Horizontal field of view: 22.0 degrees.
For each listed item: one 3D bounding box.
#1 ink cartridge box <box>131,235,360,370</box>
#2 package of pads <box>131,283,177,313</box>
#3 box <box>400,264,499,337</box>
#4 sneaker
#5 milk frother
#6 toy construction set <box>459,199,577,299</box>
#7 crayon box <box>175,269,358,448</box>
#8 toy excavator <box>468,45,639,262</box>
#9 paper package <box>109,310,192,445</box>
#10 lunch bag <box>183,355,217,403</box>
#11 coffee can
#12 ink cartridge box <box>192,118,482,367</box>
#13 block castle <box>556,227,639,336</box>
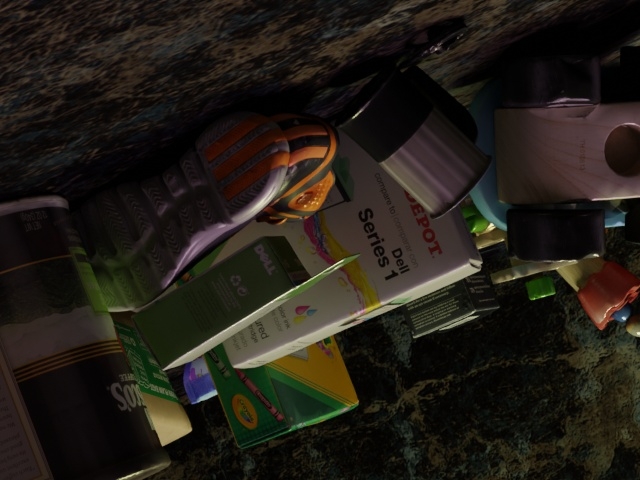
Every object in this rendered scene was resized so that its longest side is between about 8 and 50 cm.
[{"bbox_3d":[-0.071,0.045,1.599,0.209,0.062,0.109,-32,175,8],"label":"ink cartridge box"},{"bbox_3d":[-0.310,0.139,2.247,0.229,0.101,0.296,-21,172,-16],"label":"package of pads"},{"bbox_3d":[0.167,0.030,2.461,0.108,0.207,0.153,-25,171,18],"label":"box"},{"bbox_3d":[-0.104,-0.025,1.626,0.321,0.125,0.180,-28,170,33],"label":"sneaker"},{"bbox_3d":[0.113,-0.118,1.559,0.129,0.135,0.143,-54,-168,-29],"label":"milk frother"},{"bbox_3d":[0.233,-0.023,2.176,0.257,0.237,0.309,-26,172,22],"label":"toy construction set"},{"bbox_3d":[-0.072,0.089,1.917,0.081,0.278,0.165,-26,172,29],"label":"crayon box"},{"bbox_3d":[0.340,-0.120,1.962,0.432,0.222,0.445,-5,-173,-16],"label":"toy excavator"},{"bbox_3d":[-0.354,0.195,1.890,0.309,0.168,0.325,-26,162,11],"label":"paper package"},{"bbox_3d":[-0.079,0.129,2.420,0.221,0.138,0.293,-26,-170,20],"label":"lunch bag"},{"bbox_3d":[-0.284,0.121,1.548,0.201,0.275,0.201,-22,173,-3],"label":"coffee can"},{"bbox_3d":[0.006,-0.009,1.753,0.278,0.201,0.117,-24,172,9],"label":"ink cartridge box"},{"bbox_3d":[0.535,-0.064,2.371,0.453,0.213,0.303,-43,169,4],"label":"block castle"}]
